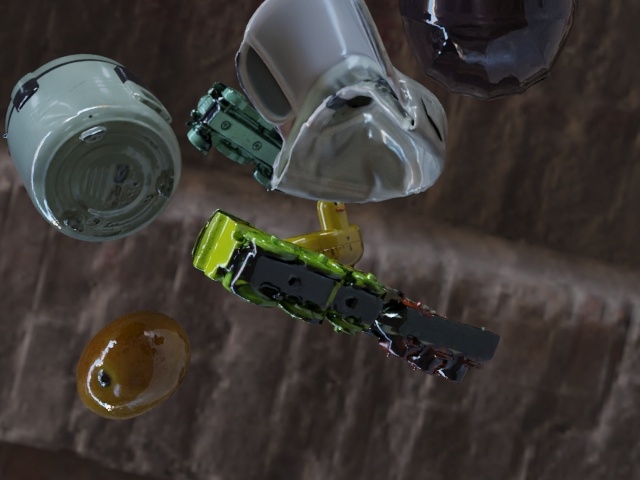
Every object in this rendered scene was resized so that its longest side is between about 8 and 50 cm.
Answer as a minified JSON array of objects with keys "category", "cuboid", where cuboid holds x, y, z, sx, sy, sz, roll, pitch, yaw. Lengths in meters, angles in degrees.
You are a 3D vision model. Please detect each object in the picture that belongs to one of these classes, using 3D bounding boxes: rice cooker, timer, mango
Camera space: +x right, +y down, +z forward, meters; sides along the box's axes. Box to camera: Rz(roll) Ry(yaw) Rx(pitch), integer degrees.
[{"category":"rice cooker","cuboid":[-0.311,-0.132,1.945,0.244,0.226,0.226,48,130,54]},{"category":"timer","cuboid":[0.000,0.000,1.748,0.107,0.107,0.109,-167,64,-87]},{"category":"mango","cuboid":[-0.275,0.186,2.072,0.139,0.175,0.254,59,166,6]}]

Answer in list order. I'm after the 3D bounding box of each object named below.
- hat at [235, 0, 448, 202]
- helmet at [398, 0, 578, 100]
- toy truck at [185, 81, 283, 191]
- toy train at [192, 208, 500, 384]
[{"category":"hat","cuboid":[0.033,-0.160,1.445,0.219,0.164,0.226,-14,79,45]},{"category":"helmet","cuboid":[0.210,-0.266,1.762,0.305,0.225,0.177,72,-162,-60]},{"category":"toy truck","cuboid":[-0.090,-0.129,1.657,0.080,0.154,0.078,-49,46,12]},{"category":"toy train","cuboid":[0.025,0.045,1.016,0.085,0.249,0.053,34,98,52]}]
